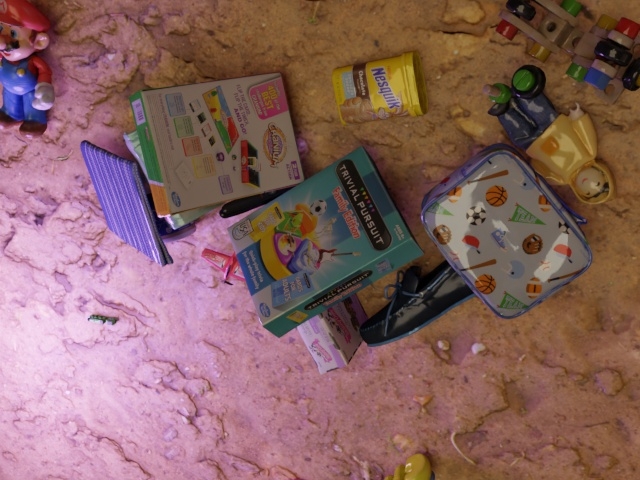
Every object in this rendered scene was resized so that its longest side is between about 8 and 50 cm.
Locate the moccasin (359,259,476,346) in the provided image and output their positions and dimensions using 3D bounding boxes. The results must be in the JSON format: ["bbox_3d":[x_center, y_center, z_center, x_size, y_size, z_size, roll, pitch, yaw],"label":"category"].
[{"bbox_3d":[0.216,0.096,1.654,0.342,0.138,0.117,-34,101,13],"label":"moccasin"}]

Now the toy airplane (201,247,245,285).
[{"bbox_3d":[-0.200,0.037,1.827,0.151,0.028,0.151,6,111,16],"label":"toy airplane"}]

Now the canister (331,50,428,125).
[{"bbox_3d":[0.117,-0.298,1.570,0.170,0.073,0.126,-6,106,23],"label":"canister"}]

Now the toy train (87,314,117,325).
[{"bbox_3d":[-0.557,0.203,2.017,0.083,0.024,0.017,5,110,18],"label":"toy train"}]

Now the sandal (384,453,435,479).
[{"bbox_3d":[0.158,0.636,1.851,0.317,0.126,0.138,-37,100,22],"label":"sandal"}]

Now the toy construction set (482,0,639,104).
[{"bbox_3d":[0.467,-0.376,1.375,0.257,0.237,0.308,11,94,43],"label":"toy construction set"}]

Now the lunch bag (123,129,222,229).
[{"bbox_3d":[-0.293,-0.154,1.663,0.160,0.262,0.223,-19,102,24],"label":"lunch bag"}]

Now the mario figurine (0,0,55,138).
[{"bbox_3d":[-0.698,-0.388,1.773,0.198,0.170,0.320,0,121,-16],"label":"mario figurine"}]

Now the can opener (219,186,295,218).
[{"bbox_3d":[-0.129,-0.086,1.687,0.073,0.186,0.059,62,146,20],"label":"can opener"}]

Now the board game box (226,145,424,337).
[{"bbox_3d":[0.000,0.000,1.587,0.336,0.079,0.253,-31,56,10],"label":"board game box"}]

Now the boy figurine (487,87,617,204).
[{"bbox_3d":[0.439,-0.170,1.490,0.177,0.092,0.285,-42,88,24],"label":"boy figurine"}]

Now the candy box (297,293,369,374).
[{"bbox_3d":[0.023,0.166,1.698,0.070,0.196,0.165,-23,100,25],"label":"candy box"}]

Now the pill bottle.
[{"bbox_3d":[-0.360,-0.093,1.792,0.112,0.112,0.186,-11,104,23],"label":"pill bottle"}]

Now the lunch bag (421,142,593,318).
[{"bbox_3d":[0.353,-0.017,1.483,0.243,0.115,0.303,-39,97,14],"label":"lunch bag"}]

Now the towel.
[{"bbox_3d":[-0.428,-0.090,1.737,0.336,0.040,0.243,24,134,53],"label":"towel"}]

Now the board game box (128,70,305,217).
[{"bbox_3d":[-0.197,-0.195,1.576,0.064,0.316,0.242,-5,99,56],"label":"board game box"}]

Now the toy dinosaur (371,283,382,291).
[{"bbox_3d":[0.085,0.032,1.671,0.053,0.183,0.092,5,156,-20],"label":"toy dinosaur"}]

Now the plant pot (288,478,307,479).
[{"bbox_3d":[-0.065,0.713,1.939,0.191,0.174,0.191,8,113,18],"label":"plant pot"}]
